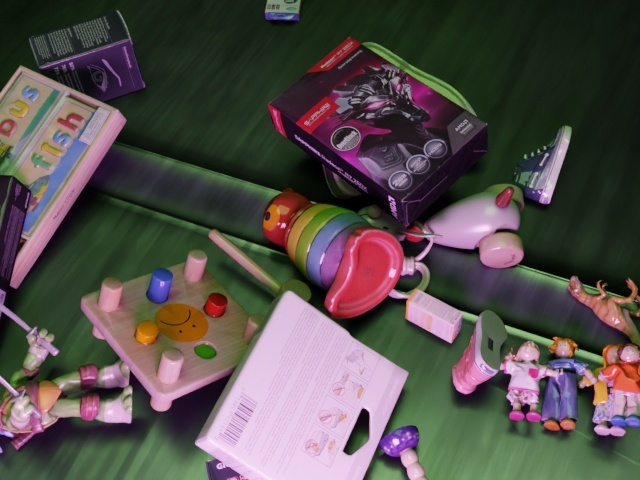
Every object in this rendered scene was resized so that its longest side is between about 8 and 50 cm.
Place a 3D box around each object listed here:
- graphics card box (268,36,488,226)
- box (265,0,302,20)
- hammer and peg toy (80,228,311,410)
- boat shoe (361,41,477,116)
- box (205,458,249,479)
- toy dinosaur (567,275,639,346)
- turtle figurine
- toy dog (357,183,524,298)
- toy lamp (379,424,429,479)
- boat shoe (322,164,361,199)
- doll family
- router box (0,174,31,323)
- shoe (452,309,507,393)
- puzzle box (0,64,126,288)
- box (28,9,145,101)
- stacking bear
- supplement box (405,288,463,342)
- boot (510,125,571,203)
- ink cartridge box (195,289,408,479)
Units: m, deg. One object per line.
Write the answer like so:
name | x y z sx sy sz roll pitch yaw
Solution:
graphics card box | 0.105 -0.216 1.722 0.233 0.094 0.371 -41 60 -16
box | -0.086 -0.571 2.167 0.081 0.028 0.136 4 58 6
hammer and peg toy | -0.211 0.132 1.613 0.361 0.127 0.266 -20 53 -42
boat shoe | 0.205 -0.283 1.897 0.340 0.113 0.127 35 95 11
box | -0.061 0.417 1.467 0.220 0.051 0.175 -13 56 -6
toy dinosaur | 0.537 0.135 1.630 0.112 0.064 0.211 -37 50 -6
turtle figurine | -0.452 0.224 1.516 0.266 0.198 0.275 -1 92 -16
toy dog | 0.240 -0.046 1.702 0.333 0.161 0.220 -17 56 -8
toy lamp | 0.179 0.427 1.430 0.080 0.080 0.275 -21 57 -11
boat shoe | 0.036 -0.211 1.869 0.116 0.096 0.324 19 51 -33
doll family | 0.440 0.241 1.540 0.263 0.118 0.163 -1 60 25
router box | -0.701 0.028 1.702 0.243 0.081 0.309 3 70 12
shoe | 0.276 0.195 1.593 0.063 0.081 0.178 39 30 -7
puzzle box | -0.608 -0.138 1.822 0.272 0.052 0.409 24 76 20
box | -0.509 -0.389 1.991 0.207 0.153 0.108 -20 56 -12
stacking bear | 0.000 0.000 1.685 0.164 0.175 0.289 2 24 -47
supplement box | 0.205 0.136 1.639 0.098 0.062 0.036 28 60 20
boot | 0.444 -0.165 1.826 0.086 0.069 0.190 18 60 12
ink cartridge box | -0.023 0.272 1.489 0.261 0.066 0.296 36 57 -10
